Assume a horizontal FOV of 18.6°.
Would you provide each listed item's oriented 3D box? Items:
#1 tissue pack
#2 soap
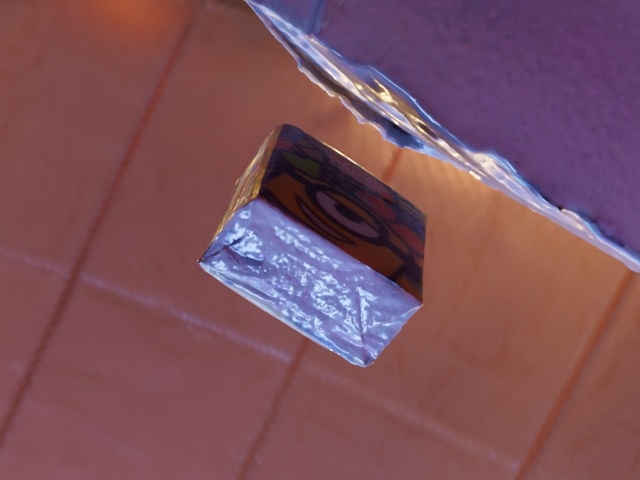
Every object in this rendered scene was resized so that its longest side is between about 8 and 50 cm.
[{"bbox_3d":[0.000,0.000,1.074,0.108,0.148,0.060,33,-72,-7],"label":"tissue pack"},{"bbox_3d":[0.132,-0.104,1.072,0.302,0.258,0.159,27,-98,31],"label":"soap"}]
